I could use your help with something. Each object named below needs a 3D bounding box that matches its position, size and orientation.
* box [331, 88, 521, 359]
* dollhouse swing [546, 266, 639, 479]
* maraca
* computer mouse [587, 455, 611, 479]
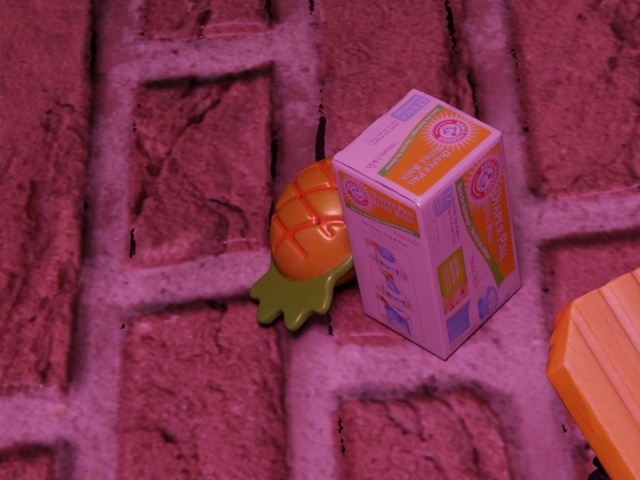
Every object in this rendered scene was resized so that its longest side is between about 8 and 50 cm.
[{"bbox_3d":[0.097,-0.014,1.738,0.103,0.203,0.114,30,60,34],"label":"box"},{"bbox_3d":[0.392,0.124,1.389,0.347,0.305,0.315,-22,2,-35],"label":"dollhouse swing"},{"bbox_3d":[0.000,0.000,1.824,0.127,0.099,0.185,8,65,50],"label":"maraca"},{"bbox_3d":[0.138,0.239,1.527,0.272,0.188,0.072,-36,75,-7],"label":"computer mouse"}]
